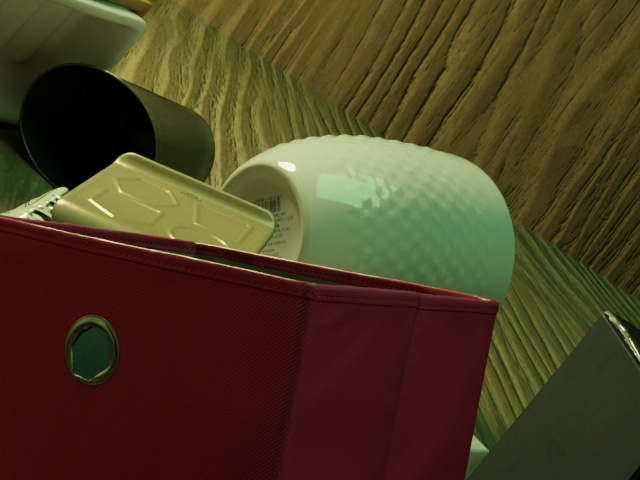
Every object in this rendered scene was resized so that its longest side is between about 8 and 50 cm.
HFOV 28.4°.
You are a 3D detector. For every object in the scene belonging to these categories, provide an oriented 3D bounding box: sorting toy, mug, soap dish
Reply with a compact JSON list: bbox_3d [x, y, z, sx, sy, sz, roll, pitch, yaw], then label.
[{"bbox_3d":[-0.156,-0.016,1.300,0.193,0.038,0.208,23,22,3],"label":"sorting toy"},{"bbox_3d":[0.000,0.000,1.593,0.374,0.276,0.328,7,0,43],"label":"mug"},{"bbox_3d":[-0.373,-0.255,1.540,0.118,0.229,0.291,54,21,18],"label":"soap dish"}]

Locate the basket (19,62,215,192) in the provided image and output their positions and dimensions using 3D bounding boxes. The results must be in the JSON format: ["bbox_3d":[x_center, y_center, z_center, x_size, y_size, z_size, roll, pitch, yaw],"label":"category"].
[{"bbox_3d":[-0.238,-0.123,1.613,0.204,0.154,0.227,35,10,19],"label":"basket"}]

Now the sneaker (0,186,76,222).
[{"bbox_3d":[-0.278,-0.017,1.301,0.085,0.086,0.237,39,16,7],"label":"sneaker"}]

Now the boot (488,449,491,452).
[{"bbox_3d":[0.100,0.218,1.362,0.229,0.091,0.263,36,-7,7],"label":"boot"}]

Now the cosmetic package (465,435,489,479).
[{"bbox_3d":[0.001,0.172,1.220,0.224,0.138,0.225,17,22,-51],"label":"cosmetic package"}]

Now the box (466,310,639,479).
[{"bbox_3d":[0.267,0.290,1.021,0.313,0.343,0.179,31,17,-19],"label":"box"}]

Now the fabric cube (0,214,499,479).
[{"bbox_3d":[-0.072,0.134,0.767,0.254,0.258,0.259,12,1,30],"label":"fabric cube"}]
